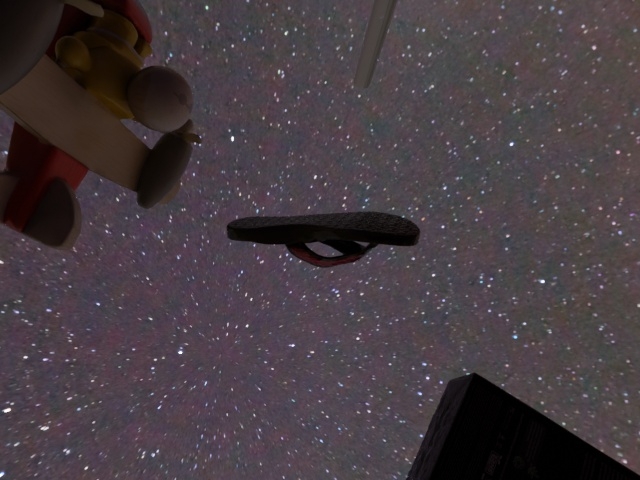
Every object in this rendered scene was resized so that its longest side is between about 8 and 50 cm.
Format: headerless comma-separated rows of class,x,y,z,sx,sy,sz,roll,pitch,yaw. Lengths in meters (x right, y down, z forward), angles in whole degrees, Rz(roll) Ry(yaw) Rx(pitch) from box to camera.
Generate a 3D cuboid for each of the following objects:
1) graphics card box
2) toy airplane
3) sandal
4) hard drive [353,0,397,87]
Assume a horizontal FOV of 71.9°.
graphics card box,0.290,0.365,0.543,0.370,0.094,0.233,31,-114,5
toy airplane,-0.311,-0.170,0.604,0.272,0.386,0.385,0,-62,9
sandal,0.000,0.000,0.388,0.179,0.067,0.040,0,-76,25
hard drive,0.122,-0.464,0.836,0.040,0.307,0.203,13,-104,-1
